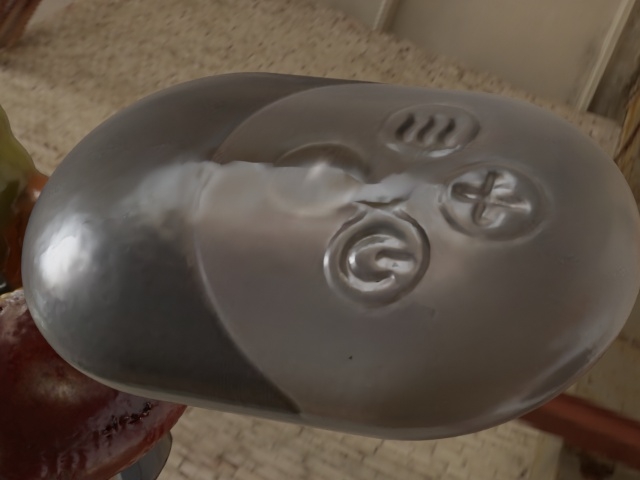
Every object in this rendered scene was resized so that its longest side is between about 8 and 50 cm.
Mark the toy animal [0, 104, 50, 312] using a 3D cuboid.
[{"bbox_3d":[-0.356,-0.037,1.354,0.338,0.191,0.216,23,-93,0],"label":"toy animal"}]

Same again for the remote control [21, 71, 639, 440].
[{"bbox_3d":[0.000,0.000,0.815,0.332,0.221,0.103,6,-42,22],"label":"remote control"}]

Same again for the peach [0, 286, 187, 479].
[{"bbox_3d":[-0.167,0.092,1.159,0.159,0.267,0.154,-34,-90,46],"label":"peach"}]

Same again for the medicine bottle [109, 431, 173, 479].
[{"bbox_3d":[-0.248,0.233,1.527,0.242,0.242,0.395,-5,-62,18],"label":"medicine bottle"}]
